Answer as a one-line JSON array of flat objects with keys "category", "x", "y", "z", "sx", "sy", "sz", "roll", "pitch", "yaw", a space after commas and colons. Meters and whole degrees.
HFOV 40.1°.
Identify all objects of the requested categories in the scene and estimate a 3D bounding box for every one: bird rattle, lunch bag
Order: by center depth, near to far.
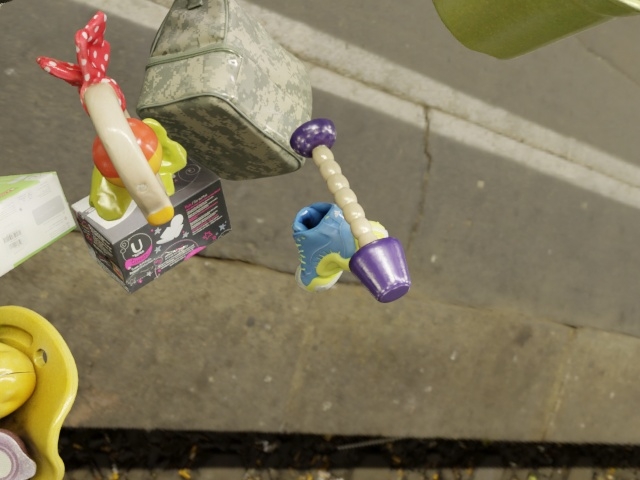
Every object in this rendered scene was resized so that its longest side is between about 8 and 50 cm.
[{"category": "bird rattle", "x": -0.232, "y": -0.130, "z": 1.046, "sx": 0.143, "sy": 0.207, "sz": 0.253, "roll": -22, "pitch": 135, "yaw": -13}, {"category": "lunch bag", "x": -0.151, "y": -0.276, "z": 1.537, "sx": 0.305, "sy": 0.212, "sz": 0.256, "roll": 36, "pitch": 57, "yaw": -51}]

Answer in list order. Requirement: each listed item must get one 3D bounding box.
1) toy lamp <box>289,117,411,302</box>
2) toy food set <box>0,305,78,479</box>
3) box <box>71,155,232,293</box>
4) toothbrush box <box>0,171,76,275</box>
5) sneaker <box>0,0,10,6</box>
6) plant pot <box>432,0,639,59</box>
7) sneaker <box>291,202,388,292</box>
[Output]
[{"category": "toy lamp", "x": 0.043, "y": -0.041, "z": 1.191, "sx": 0.080, "sy": 0.274, "sz": 0.080, "roll": -19, "pitch": 153, "yaw": -10}, {"category": "toy food set", "x": -0.250, "y": 0.129, "z": 0.566, "sx": 0.071, "sy": 0.218, "sz": 0.128, "roll": 0, "pitch": 60, "yaw": -59}, {"category": "box", "x": -0.324, "y": -0.047, "z": 1.694, "sx": 0.247, "sy": 0.163, "sz": 0.142, "roll": -34, "pitch": 140, "yaw": -26}, {"category": "toothbrush box", "x": -0.634, "y": -0.029, "z": 1.614, "sx": 0.206, "sy": 0.283, "sz": 0.122, "roll": -45, "pitch": 127, "yaw": -51}, {"category": "sneaker", "x": -0.491, "y": -0.420, "z": 1.310, "sx": 0.122, "sy": 0.330, "sz": 0.146, "roll": 47, "pitch": 59, "yaw": -25}, {"category": "plant pot", "x": 0.262, "y": -0.333, "z": 0.990, "sx": 0.276, "sy": 0.254, "sz": 0.276, "roll": 6, "pitch": 76, "yaw": -24}, {"category": "sneaker", "x": 0.000, "y": 0.000, "z": 1.340, "sx": 0.126, "sy": 0.240, "sz": 0.091, "roll": 38, "pitch": 57, "yaw": -14}]
